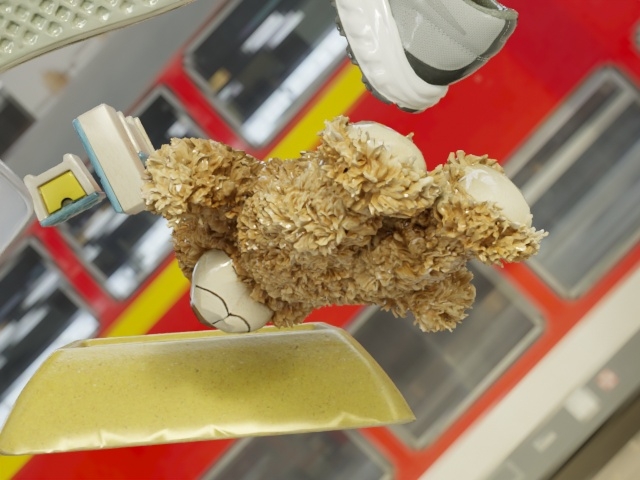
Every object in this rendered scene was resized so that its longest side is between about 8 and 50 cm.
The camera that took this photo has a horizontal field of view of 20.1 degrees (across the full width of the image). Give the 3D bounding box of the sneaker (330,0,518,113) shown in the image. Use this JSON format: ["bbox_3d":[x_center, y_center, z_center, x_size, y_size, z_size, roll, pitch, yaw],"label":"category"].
[{"bbox_3d":[0.040,-0.222,1.147,0.108,0.271,0.100,-29,-6,29],"label":"sneaker"}]

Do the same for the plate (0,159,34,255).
[{"bbox_3d":[-0.393,-0.062,1.597,0.278,0.277,0.045,-46,1,45],"label":"plate"}]

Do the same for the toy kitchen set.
[{"bbox_3d":[-0.273,-0.059,2.104,0.166,0.122,0.207,-28,-5,5],"label":"toy kitchen set"}]

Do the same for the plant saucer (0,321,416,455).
[{"bbox_3d":[-0.102,0.119,1.547,0.333,0.081,0.333,-4,0,-4],"label":"plant saucer"}]

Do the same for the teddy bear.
[{"bbox_3d":[0.000,0.000,1.240,0.338,0.245,0.113,-5,70,40],"label":"teddy bear"}]

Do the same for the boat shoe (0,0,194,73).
[{"bbox_3d":[-0.299,-0.200,1.350,0.500,0.187,0.156,-17,20,-8],"label":"boat shoe"}]
